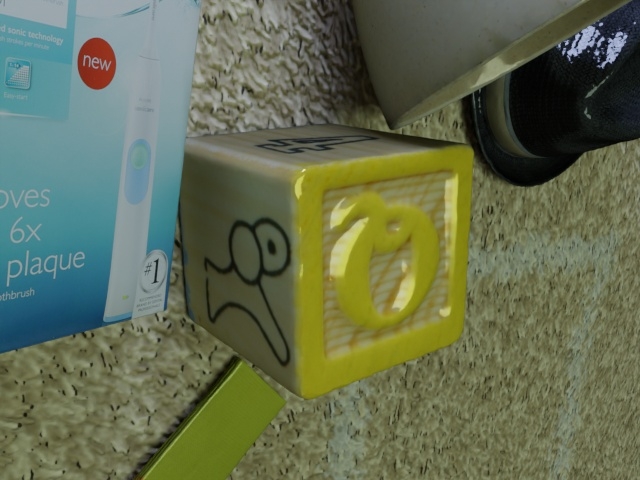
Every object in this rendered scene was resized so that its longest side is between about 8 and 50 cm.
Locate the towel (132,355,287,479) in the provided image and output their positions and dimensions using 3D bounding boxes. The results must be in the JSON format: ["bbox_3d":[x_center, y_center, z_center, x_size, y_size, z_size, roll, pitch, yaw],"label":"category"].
[{"bbox_3d":[-0.137,0.238,0.694,0.237,0.021,0.102,-50,133,-16],"label":"towel"}]

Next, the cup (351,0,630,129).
[{"bbox_3d":[0.151,-0.283,0.593,0.331,0.331,0.237,-31,93,-27],"label":"cup"}]

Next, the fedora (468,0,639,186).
[{"bbox_3d":[0.345,-0.212,0.839,0.334,0.152,0.334,-12,111,-35],"label":"fedora"}]

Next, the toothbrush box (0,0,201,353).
[{"bbox_3d":[-0.198,-0.090,0.428,0.216,0.126,0.295,-9,110,-61],"label":"toothbrush box"}]

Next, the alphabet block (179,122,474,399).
[{"bbox_3d":[0.000,0.000,0.608,0.193,0.197,0.192,-15,113,-34],"label":"alphabet block"}]
